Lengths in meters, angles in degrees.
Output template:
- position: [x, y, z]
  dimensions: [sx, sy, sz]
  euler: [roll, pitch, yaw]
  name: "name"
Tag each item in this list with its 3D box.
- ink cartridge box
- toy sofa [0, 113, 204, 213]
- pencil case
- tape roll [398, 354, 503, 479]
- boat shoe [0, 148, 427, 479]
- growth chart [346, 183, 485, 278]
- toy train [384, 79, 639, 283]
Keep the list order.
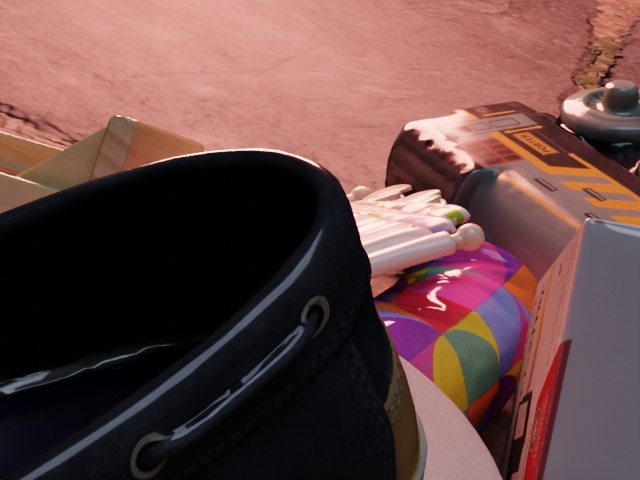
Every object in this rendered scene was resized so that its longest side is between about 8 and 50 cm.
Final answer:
- position: [0.137, 0.072, 0.874]
  dimensions: [0.072, 0.127, 0.175]
  euler: [12, -11, 2]
  name: "ink cartridge box"
- position: [-0.262, -0.024, 1.000]
  dimensions: [0.363, 0.177, 0.150]
  euler: [16, 1, 10]
  name: "toy sofa"
- position: [0.036, 0.073, 0.950]
  dimensions: [0.104, 0.104, 0.236]
  euler: [23, 25, 23]
  name: "pencil case"
- position: [-0.118, 0.136, 0.686]
  dimensions: [0.392, 0.072, 0.392]
  euler: [0, 30, 0]
  name: "tape roll"
- position: [-0.192, 0.088, 0.552]
  dimensions: [0.500, 0.156, 0.187]
  euler: [-17, 37, -23]
  name: "boat shoe"
- position: [0.000, 0.000, 1.049]
  dimensions: [0.172, 0.021, 0.237]
  euler: [-16, 11, -15]
  name: "growth chart"
- position: [0.182, 0.009, 1.114]
  dimensions: [0.190, 0.142, 0.334]
  euler: [-12, 31, -25]
  name: "toy train"
